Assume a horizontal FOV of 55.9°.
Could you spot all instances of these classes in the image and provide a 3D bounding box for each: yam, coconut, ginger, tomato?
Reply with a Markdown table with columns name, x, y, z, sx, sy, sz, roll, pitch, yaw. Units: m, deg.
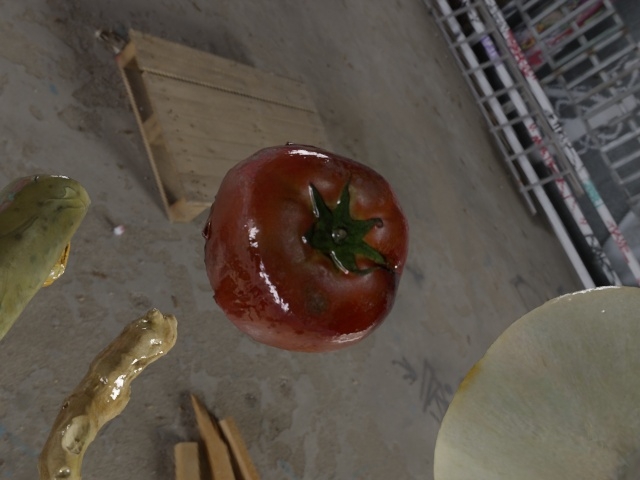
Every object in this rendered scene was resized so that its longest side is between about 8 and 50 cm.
| name | x | y | z | sx | sy | sz | roll | pitch | yaw |
| --- | --- | --- | --- | --- | --- | --- | --- | --- | --- |
| yam | -0.289 | 0.078 | 0.454 | 0.083 | 0.083 | 0.371 | 41 | 41 | -24 |
| coconut | 0.252 | 0.197 | 0.516 | 0.323 | 0.323 | 0.322 | 32 | 41 | -33 |
| ginger | -0.219 | 0.172 | 0.565 | 0.075 | 0.089 | 0.288 | 27 | 49 | 0 |
| tomato | 0.000 | 0.001 | 0.592 | 0.225 | 0.085 | 0.224 | 3 | 82 | -22 |

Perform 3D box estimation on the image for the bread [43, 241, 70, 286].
| name | x | y | z | sx | sy | sz | roll | pitch | yaw |
| --- | --- | --- | --- | --- | --- | --- | --- | --- | --- |
| bread | -0.304 | 0.008 | 0.648 | 0.081 | 0.046 | 0.083 | -22 | 96 | -78 |
